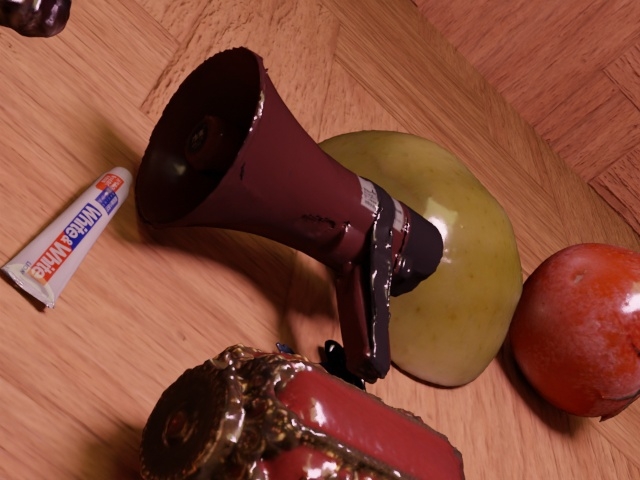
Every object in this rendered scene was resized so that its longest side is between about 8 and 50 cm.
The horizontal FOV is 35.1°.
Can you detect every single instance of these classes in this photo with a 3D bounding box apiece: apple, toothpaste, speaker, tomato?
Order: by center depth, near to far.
[{"bbox_3d":[-0.212,-0.010,0.887,0.052,0.033,0.218,40,28,-11],"label":"toothpaste"},{"bbox_3d":[0.005,-0.022,1.021,0.329,0.198,0.259,30,10,-28],"label":"speaker"},{"bbox_3d":[0.120,0.016,1.380,0.360,0.311,0.320,4,94,-58],"label":"apple"},{"bbox_3d":[0.405,0.126,1.500,0.265,0.265,0.265,40,24,-22],"label":"tomato"}]

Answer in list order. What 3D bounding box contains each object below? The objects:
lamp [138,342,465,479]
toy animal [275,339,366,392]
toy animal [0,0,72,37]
[{"bbox_3d":[-0.006,0.188,0.772,0.274,0.177,0.177,32,28,-35],"label":"lamp"},{"bbox_3d":[0.029,0.144,1.062,0.220,0.062,0.108,34,44,-34],"label":"toy animal"},{"bbox_3d":[-0.374,-0.308,0.854,0.344,0.194,0.303,13,35,-46],"label":"toy animal"}]
